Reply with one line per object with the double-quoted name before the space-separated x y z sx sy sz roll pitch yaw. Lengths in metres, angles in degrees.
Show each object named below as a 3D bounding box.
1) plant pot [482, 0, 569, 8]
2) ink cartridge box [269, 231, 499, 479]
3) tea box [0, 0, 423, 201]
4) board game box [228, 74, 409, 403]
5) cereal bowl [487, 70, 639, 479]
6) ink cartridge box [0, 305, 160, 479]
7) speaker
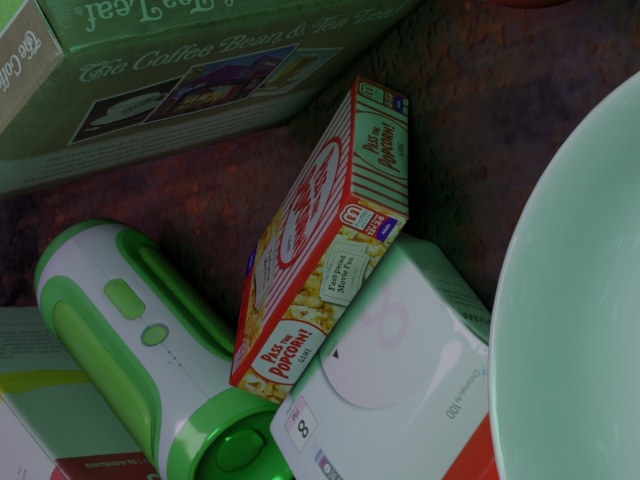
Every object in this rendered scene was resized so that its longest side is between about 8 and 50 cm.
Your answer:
"plant pot" 0.113 -0.240 0.755 0.174 0.191 0.191 -56 49 40
"ink cartridge box" 0.067 0.135 0.895 0.189 0.066 0.232 -60 37 24
"tea box" -0.154 -0.232 0.934 0.220 0.329 0.323 -38 76 46
"board game box" 0.000 0.000 0.967 0.193 0.045 0.146 -57 17 34
"cereal bowl" 0.241 0.070 0.625 0.339 0.141 0.338 0 90 52
"ink cartridge box" -0.248 0.261 1.249 0.385 0.160 0.279 36 118 46
"speaker" -0.131 0.098 1.126 0.296 0.131 0.131 42 122 44
